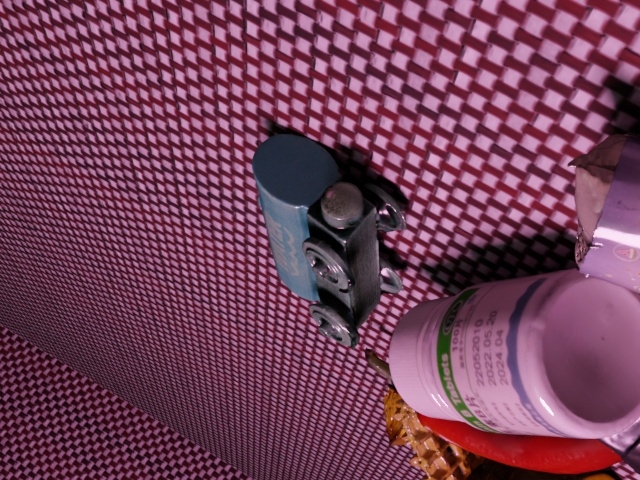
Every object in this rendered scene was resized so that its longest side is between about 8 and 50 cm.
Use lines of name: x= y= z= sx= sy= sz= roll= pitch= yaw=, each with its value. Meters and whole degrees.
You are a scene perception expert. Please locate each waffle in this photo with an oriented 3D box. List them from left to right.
waffle: x=0.154 y=0.275 z=1.295 sx=0.160 sy=0.192 sz=0.046 roll=9 pitch=165 yaw=-43

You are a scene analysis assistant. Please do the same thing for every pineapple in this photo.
pineapple: x=0.133 y=0.240 z=1.392 sx=0.114 sy=0.077 sz=0.114 roll=23 pitch=166 yaw=-14

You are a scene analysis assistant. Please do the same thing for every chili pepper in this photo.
chili pepper: x=0.213 y=0.179 z=1.142 sx=0.368 sy=0.092 sz=0.137 roll=1 pitch=125 yaw=43

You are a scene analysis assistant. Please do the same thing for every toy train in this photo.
toy train: x=0.000 y=0.000 z=1.021 sx=0.159 sy=0.101 sz=0.248 roll=39 pitch=161 yaw=22

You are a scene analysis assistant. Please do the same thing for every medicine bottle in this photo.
medicine bottle: x=0.164 y=0.100 z=0.934 sx=0.139 sy=0.139 sz=0.237 roll=40 pitch=158 yaw=-18

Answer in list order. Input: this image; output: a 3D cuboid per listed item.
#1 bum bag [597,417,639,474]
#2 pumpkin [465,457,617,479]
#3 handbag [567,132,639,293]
bum bag: x=0.359 y=0.212 z=0.971 sx=0.137 sy=0.074 sz=0.310 roll=-28 pitch=116 yaw=34
pumpkin: x=0.288 y=0.391 z=1.288 sx=0.139 sy=0.222 sz=0.317 roll=7 pitch=148 yaw=47
handbag: x=0.233 y=-0.007 z=0.675 sx=0.173 sy=0.095 sz=0.117 roll=20 pitch=155 yaw=11
